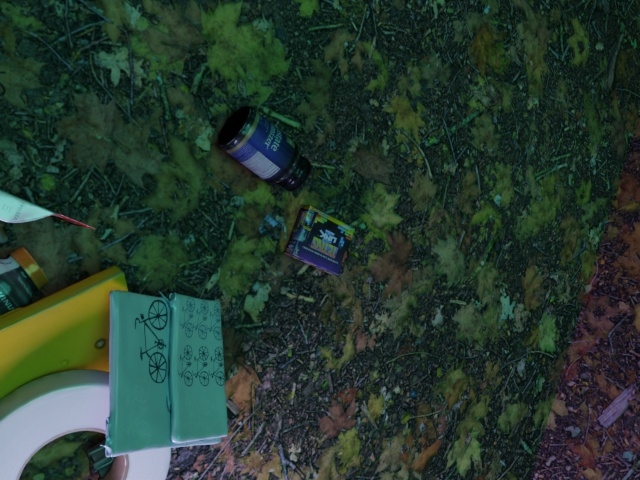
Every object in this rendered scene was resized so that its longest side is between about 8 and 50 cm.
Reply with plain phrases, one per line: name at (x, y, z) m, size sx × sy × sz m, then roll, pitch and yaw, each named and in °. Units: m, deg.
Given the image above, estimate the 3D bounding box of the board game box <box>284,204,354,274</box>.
board game box at (0.000, 0.000, 1.585) m, size 0.170 × 0.048 × 0.141 m, roll 25°, pitch 77°, yaw -35°

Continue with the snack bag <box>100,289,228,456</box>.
snack bag at (-0.309, 0.264, 1.215) m, size 0.342 × 0.037 × 0.324 m, roll 25°, pitch 56°, yaw -59°

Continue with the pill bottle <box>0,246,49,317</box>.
pill bottle at (-0.633, 0.114, 1.076) m, size 0.245 × 0.130 × 0.131 m, roll -40°, pitch 115°, yaw -27°

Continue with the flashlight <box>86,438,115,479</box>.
flashlight at (-0.368, 0.424, 1.319) m, size 0.303 × 0.103 × 0.103 m, roll -24°, pitch 151°, yaw -29°

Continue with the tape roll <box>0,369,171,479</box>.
tape roll at (-0.488, 0.445, 1.141) m, size 0.391 × 0.072 × 0.393 m, roll -10°, pitch 109°, yaw -32°

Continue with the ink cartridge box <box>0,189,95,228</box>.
ink cartridge box at (-0.560, -0.049, 1.087) m, size 0.224 × 0.180 × 0.056 m, roll 30°, pitch 77°, yaw -36°

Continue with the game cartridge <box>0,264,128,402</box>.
game cartridge at (-0.516, 0.231, 1.151) m, size 0.323 × 0.052 × 0.286 m, roll -27°, pitch 133°, yaw -34°

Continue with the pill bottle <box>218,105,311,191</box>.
pill bottle at (-0.130, -0.217, 1.426) m, size 0.219 × 0.122 × 0.123 m, roll 35°, pitch 73°, yaw -33°

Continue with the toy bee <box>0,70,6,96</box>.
toy bee at (-0.671, -0.398, 0.989) m, size 0.298 × 0.162 × 0.195 m, roll 12°, pitch 46°, yaw -44°
